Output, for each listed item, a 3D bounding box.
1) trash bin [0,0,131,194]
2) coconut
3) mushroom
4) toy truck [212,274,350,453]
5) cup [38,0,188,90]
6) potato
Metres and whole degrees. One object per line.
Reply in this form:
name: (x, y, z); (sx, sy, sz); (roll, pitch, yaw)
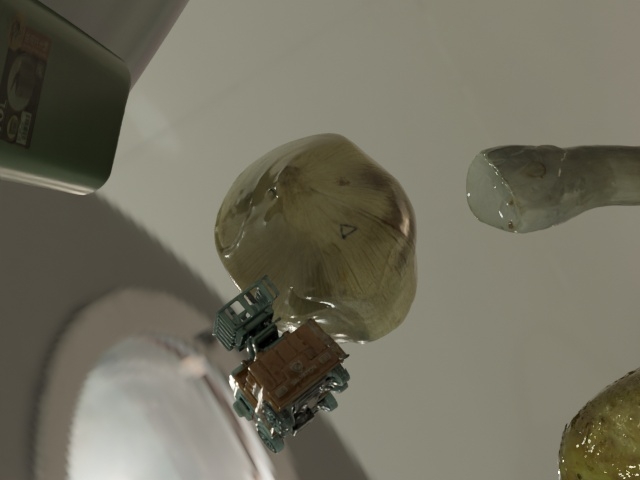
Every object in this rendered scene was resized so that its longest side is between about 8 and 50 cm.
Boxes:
trash bin: (-0.315, -0.140, 1.511); (0.343, 0.223, 0.158); (15, -93, -71)
coconut: (0.000, 0.000, 1.838); (0.224, 0.224, 0.224); (52, -162, -24)
mushroom: (0.245, -0.055, 1.717); (0.092, 0.223, 0.081); (-171, 77, -66)
toy truck: (-0.042, 0.114, 1.646); (0.115, 0.080, 0.178); (50, 164, 11)
cup: (-0.256, -0.293, 1.950); (0.253, 0.371, 0.253); (30, 162, 11)
potato: (0.189, 0.083, 0.885); (0.080, 0.170, 0.107); (56, -166, 17)
